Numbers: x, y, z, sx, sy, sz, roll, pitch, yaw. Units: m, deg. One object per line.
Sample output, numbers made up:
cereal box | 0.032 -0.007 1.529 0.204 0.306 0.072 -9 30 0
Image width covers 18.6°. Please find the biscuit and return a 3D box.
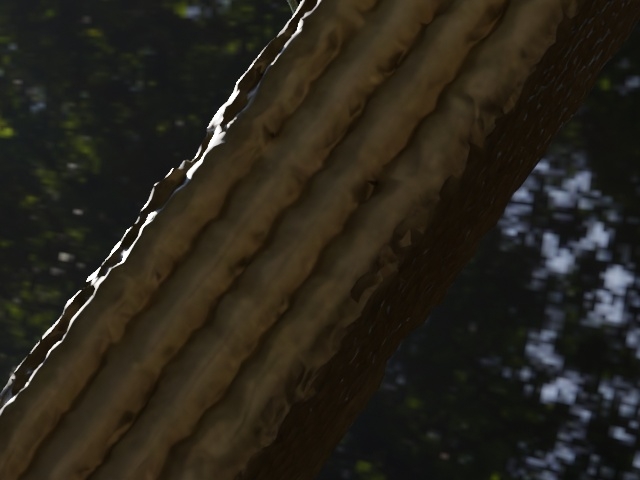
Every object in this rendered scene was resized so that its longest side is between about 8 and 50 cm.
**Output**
biscuit | 0.000 0.000 0.632 0.426 0.078 0.144 -53 -12 -13

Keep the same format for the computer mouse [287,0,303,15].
computer mouse | 0.020 -0.213 0.812 0.199 0.115 0.389 -34 -54 -23
